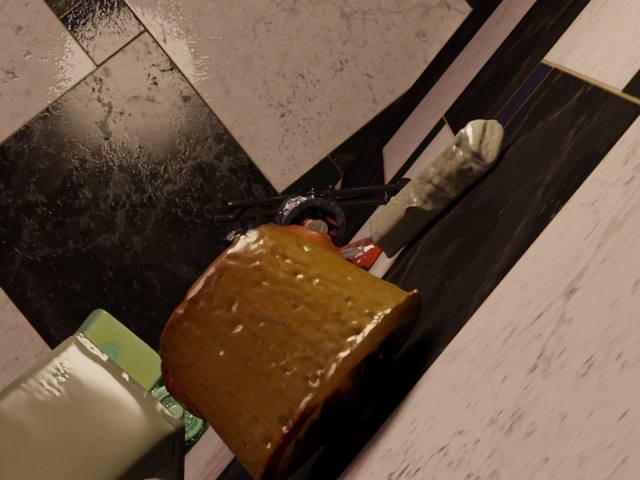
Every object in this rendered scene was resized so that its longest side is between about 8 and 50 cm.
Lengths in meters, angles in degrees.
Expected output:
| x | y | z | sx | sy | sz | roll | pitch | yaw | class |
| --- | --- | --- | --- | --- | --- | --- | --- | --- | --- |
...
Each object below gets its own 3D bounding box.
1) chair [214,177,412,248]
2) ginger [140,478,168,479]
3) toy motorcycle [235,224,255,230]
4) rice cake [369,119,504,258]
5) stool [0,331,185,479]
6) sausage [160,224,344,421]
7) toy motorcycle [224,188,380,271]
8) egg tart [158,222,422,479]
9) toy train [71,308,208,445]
| x | y | z | sx | sy | sz | roll | pitch | yaw | class |
| --- | --- | --- | --- | --- | --- | --- | --- | --- | --- |
| 0.000 | 0.000 | 2.241 | 0.260 | 0.141 | 0.154 | -7 | -6 | -12 | chair |
| -0.247 | 0.384 | 1.631 | 0.354 | 0.126 | 0.190 | -49 | -7 | -10 | ginger |
| -0.072 | 0.036 | 2.704 | 0.206 | 0.154 | 0.260 | -24 | 12 | 24 | toy motorcycle |
| 0.126 | -0.055 | 1.843 | 0.256 | 0.052 | 0.057 | 134 | 144 | -56 | rice cake |
| -0.291 | 0.283 | 1.801 | 0.244 | 0.170 | 0.269 | -40 | -23 | -27 | stool |
| -0.075 | 0.098 | 1.972 | 0.268 | 0.153 | 0.141 | -51 | 14 | 8 | sausage |
| -0.062 | 0.071 | 2.091 | 0.298 | 0.171 | 0.089 | -47 | 30 | 5 | toy motorcycle |
| -0.024 | 0.092 | 1.372 | 0.215 | 0.171 | 0.215 | -47 | -12 | -14 | egg tart |
| -0.349 | 0.304 | 2.539 | 0.397 | 0.253 | 0.160 | -51 | 2 | -10 | toy train |
